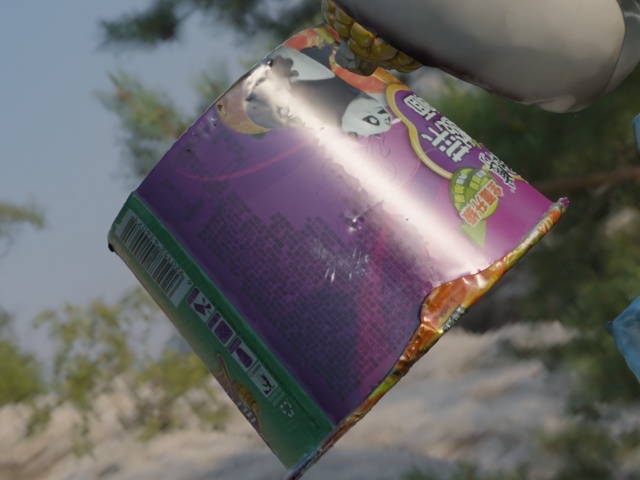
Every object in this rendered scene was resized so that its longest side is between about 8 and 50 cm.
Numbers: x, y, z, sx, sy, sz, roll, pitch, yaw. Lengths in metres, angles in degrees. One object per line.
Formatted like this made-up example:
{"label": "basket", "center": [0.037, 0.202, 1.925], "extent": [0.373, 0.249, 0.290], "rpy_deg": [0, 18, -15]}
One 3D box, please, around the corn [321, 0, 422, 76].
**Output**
{"label": "corn", "center": [0.068, -0.162, 0.769], "extent": [0.207, 0.068, 0.068], "rpy_deg": [-57, -4, 10]}

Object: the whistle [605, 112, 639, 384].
{"label": "whistle", "center": [0.210, 0.056, 0.723], "extent": [0.093, 0.274, 0.186], "rpy_deg": [-23, -12, -24]}

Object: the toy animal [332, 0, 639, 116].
{"label": "toy animal", "center": [0.063, -0.149, 0.550], "extent": [0.127, 0.178, 0.193], "rpy_deg": [-86, 16, -69]}

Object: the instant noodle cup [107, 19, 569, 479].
{"label": "instant noodle cup", "center": [0.000, 0.000, 1.076], "extent": [0.251, 0.190, 0.251], "rpy_deg": [-45, -4, -4]}
